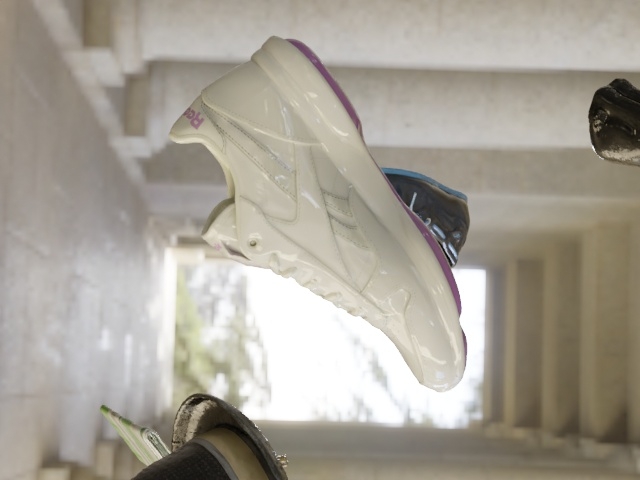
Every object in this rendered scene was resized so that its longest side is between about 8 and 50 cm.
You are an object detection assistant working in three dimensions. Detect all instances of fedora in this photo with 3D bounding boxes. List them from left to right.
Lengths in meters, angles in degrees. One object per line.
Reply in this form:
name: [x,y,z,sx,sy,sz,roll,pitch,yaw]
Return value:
fedora: [-0.124,0.316,1.386,0.334,0.152,0.334,36,-47,50]

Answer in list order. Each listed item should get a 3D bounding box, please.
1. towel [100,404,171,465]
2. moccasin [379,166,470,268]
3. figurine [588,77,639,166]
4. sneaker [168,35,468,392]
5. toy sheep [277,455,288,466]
towel: [-0.243,0.283,2.082,0.152,0.023,0.113,17,-36,57]
moccasin: [0.114,-0.026,2.039,0.342,0.138,0.116,11,77,-50]
figurine: [0.435,-0.135,1.600,0.209,0.215,0.092,27,-39,44]
sneaker: [0.000,0.000,1.160,0.305,0.152,0.114,57,-6,-6]
toy sheep: [-0.083,0.326,1.954,0.091,0.091,0.132,99,-14,-70]
